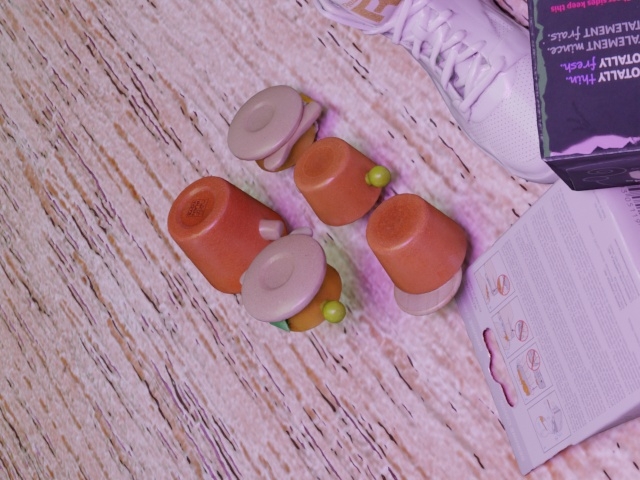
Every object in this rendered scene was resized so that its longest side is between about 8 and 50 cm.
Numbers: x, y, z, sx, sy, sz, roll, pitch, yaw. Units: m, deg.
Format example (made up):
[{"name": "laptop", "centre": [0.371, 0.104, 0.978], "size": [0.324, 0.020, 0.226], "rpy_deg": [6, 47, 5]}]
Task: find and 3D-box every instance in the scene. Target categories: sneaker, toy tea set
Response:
[{"name": "sneaker", "centre": [0.084, -0.161, 1.054], "size": [0.108, 0.169, 0.292], "rpy_deg": [-53, 53, 29]}, {"name": "toy tea set", "centre": [0.000, 0.000, 1.201], "size": [0.200, 0.124, 0.336], "rpy_deg": [-48, 42, -2]}]

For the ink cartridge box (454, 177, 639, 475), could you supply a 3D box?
[{"name": "ink cartridge box", "centre": [0.198, 0.061, 1.015], "size": [0.224, 0.056, 0.181], "rpy_deg": [-54, 48, 55]}]

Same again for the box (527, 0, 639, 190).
[{"name": "box", "centre": [0.226, -0.180, 0.875], "size": [0.165, 0.143, 0.270], "rpy_deg": [-5, 82, 18]}]
